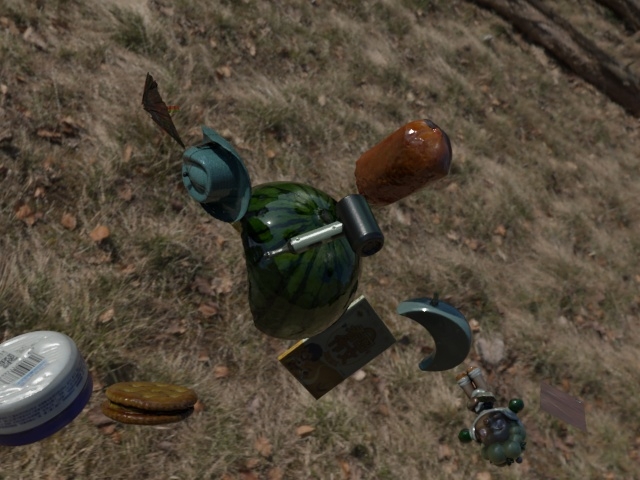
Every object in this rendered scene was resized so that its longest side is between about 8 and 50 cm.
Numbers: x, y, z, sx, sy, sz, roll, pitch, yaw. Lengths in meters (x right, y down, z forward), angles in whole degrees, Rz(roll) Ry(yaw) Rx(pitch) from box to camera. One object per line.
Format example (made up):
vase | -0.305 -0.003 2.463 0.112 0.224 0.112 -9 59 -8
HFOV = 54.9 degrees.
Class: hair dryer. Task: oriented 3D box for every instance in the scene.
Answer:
hair dryer | 0.000 0.000 1.018 0.057 0.197 0.100 70 0 -52

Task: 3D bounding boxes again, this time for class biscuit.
biscuit | -0.403 0.384 1.462 0.220 0.220 0.066 9 87 -37

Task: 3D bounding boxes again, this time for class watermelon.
watermelon | -0.023 0.019 1.206 0.330 0.189 0.331 15 64 -33

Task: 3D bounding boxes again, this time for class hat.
hat | -0.187 -0.110 1.018 0.077 0.138 0.191 -13 40 -32

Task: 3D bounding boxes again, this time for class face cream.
face cream | -0.538 0.264 1.135 0.206 0.205 0.111 -47 137 -42

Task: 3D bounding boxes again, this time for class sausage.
sausage | 0.188 -0.171 1.394 0.153 0.268 0.141 -23 87 -36

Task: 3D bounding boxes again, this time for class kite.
kite | -0.438 -0.357 1.710 0.014 0.183 0.241 -43 126 -32

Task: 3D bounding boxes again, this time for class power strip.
power strip | 0.293 0.227 1.549 0.054 0.167 0.253 -67 142 -51

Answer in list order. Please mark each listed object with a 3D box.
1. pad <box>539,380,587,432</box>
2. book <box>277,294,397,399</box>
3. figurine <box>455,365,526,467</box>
pad | 0.581 0.397 1.480 0.113 0.006 0.187 27 16 14
book | 0.052 0.306 1.737 0.208 0.295 0.020 53 1 -32
figurine | 0.324 0.339 1.188 0.093 0.147 0.197 21 35 -56
